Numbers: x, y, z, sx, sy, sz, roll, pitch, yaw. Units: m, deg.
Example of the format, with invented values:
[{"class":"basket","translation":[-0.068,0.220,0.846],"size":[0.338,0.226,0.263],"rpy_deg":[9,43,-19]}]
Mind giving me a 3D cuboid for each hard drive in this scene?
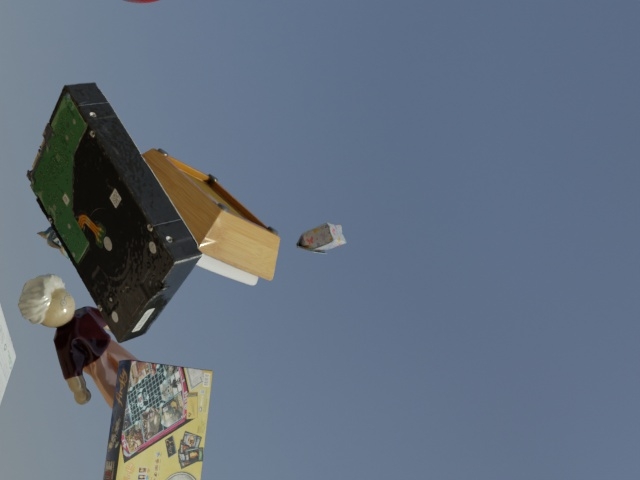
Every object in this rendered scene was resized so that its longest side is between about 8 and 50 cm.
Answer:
[{"class":"hard drive","translation":[-0.329,-0.042,1.301],"size":[0.339,0.064,0.237],"rpy_deg":[55,-47,16]}]

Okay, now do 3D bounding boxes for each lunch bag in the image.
[{"class":"lunch bag","translation":[0.000,0.000,1.712],"size":[0.083,0.071,0.053],"rpy_deg":[-20,-101,21]}]

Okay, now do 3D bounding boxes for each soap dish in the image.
[{"class":"soap dish","translation":[-0.227,-0.049,1.608],"size":[0.291,0.229,0.118],"rpy_deg":[41,-82,35]}]

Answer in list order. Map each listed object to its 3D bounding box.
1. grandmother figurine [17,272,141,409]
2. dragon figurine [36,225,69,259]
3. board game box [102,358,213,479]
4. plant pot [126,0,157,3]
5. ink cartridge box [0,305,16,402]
[{"class":"grandmother figurine","translation":[-0.391,0.191,1.470],"size":[0.342,0.104,0.208],"rpy_deg":[52,13,-23]},{"class":"dragon figurine","translation":[-0.512,-0.041,1.775],"size":[0.085,0.144,0.289],"rpy_deg":[39,-4,-1]},{"class":"board game box","translation":[-0.269,0.328,1.394],"size":[0.042,0.165,0.243],"rpy_deg":[-9,-109,47]},{"class":"plant pot","translation":[-0.238,-0.395,0.975],"size":[0.191,0.174,0.191],"rpy_deg":[-2,-95,18]},{"class":"ink cartridge box","translation":[-0.752,0.275,1.803],"size":[0.330,0.071,0.324],"rpy_deg":[-89,-176,-47]}]
